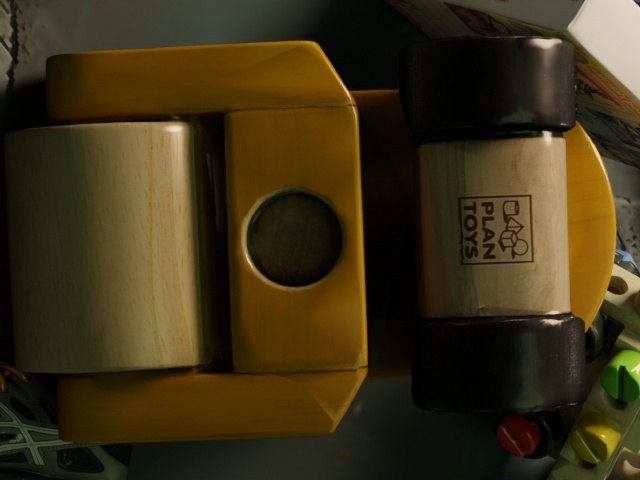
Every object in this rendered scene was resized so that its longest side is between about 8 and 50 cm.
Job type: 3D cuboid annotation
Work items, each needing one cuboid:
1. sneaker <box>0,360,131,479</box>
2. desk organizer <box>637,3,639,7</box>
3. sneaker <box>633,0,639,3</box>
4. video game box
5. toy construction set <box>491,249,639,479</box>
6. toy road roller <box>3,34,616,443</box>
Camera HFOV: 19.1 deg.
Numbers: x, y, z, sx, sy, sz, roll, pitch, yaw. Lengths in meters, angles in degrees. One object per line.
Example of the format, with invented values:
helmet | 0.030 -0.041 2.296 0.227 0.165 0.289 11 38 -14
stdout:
sneaker | -0.191 0.101 1.042 0.215 0.084 0.083 20 82 -43
desk organizer | 0.250 -0.185 1.265 0.130 0.050 0.047 -49 164 -30
sneaker | 0.113 -0.239 1.127 0.131 0.112 0.296 -37 125 1
video game box | 0.148 -0.106 1.134 0.205 0.187 0.048 35 85 -40
toy construction set | 0.236 0.117 1.257 0.151 0.215 0.327 -39 156 -55
toy road roller | 0.000 0.000 1.074 0.330 0.240 0.202 -2 89 1
